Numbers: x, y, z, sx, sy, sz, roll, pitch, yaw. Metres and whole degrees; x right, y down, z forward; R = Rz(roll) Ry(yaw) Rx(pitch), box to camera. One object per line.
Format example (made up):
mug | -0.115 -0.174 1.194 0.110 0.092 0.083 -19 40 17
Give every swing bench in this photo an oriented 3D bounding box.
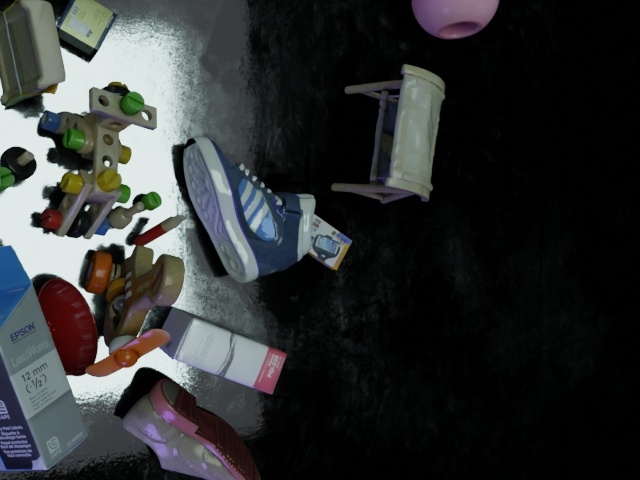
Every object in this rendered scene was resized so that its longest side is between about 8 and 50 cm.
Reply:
swing bench | 0.166 -0.222 1.452 0.165 0.255 0.253 11 86 -28

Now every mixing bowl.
mixing bowl | -0.493 0.168 1.183 0.098 0.181 0.181 -17 101 10

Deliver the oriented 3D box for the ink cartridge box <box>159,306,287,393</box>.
ink cartridge box | -0.202 0.220 1.325 0.218 0.159 0.092 24 82 -26

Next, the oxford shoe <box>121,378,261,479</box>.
oxford shoe | -0.255 0.429 1.349 0.130 0.123 0.348 -37 111 6

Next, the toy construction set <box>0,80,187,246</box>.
toy construction set | -0.357 -0.129 1.158 0.309 0.237 0.257 42 40 -32

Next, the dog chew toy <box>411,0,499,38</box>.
dog chew toy | 0.310 -0.657 1.557 0.207 0.207 0.331 -3 85 -28

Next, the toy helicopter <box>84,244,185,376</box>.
toy helicopter | -0.321 0.114 1.148 0.140 0.355 0.234 17 66 -28

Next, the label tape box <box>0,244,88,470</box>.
label tape box | -0.559 0.200 1.073 0.115 0.249 0.347 -43 121 -62

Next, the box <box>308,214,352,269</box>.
box | 0.000 0.000 1.499 0.136 0.028 0.081 35 76 -26

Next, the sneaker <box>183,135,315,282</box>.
sneaker | -0.130 -0.090 1.385 0.236 0.130 0.322 -26 99 -35

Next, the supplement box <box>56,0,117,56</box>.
supplement box | -0.443 -0.407 1.237 0.083 0.056 0.083 29 78 -25

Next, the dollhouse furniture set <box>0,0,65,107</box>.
dollhouse furniture set | -0.482 -0.400 1.156 0.151 0.198 0.301 -16 102 -43
